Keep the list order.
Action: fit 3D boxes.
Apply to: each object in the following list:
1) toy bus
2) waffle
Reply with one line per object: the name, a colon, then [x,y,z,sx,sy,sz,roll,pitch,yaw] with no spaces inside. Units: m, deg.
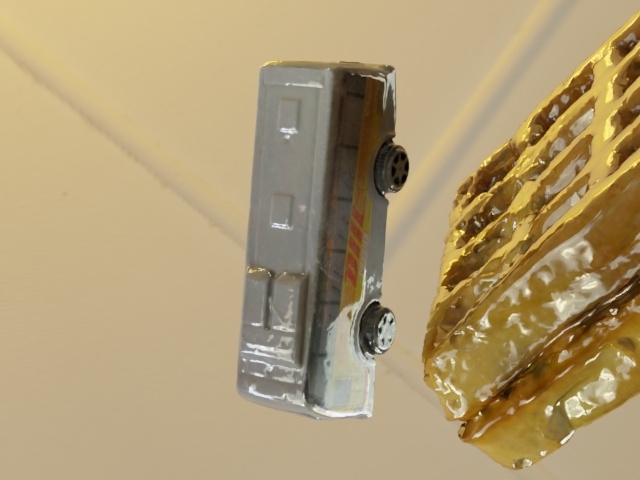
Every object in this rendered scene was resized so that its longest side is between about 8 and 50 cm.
toy bus: [0.000,0.000,0.731,0.075,0.064,0.190,1,-84,-56]
waffle: [0.182,-0.051,0.649,0.098,0.328,0.224,43,-151,-10]
